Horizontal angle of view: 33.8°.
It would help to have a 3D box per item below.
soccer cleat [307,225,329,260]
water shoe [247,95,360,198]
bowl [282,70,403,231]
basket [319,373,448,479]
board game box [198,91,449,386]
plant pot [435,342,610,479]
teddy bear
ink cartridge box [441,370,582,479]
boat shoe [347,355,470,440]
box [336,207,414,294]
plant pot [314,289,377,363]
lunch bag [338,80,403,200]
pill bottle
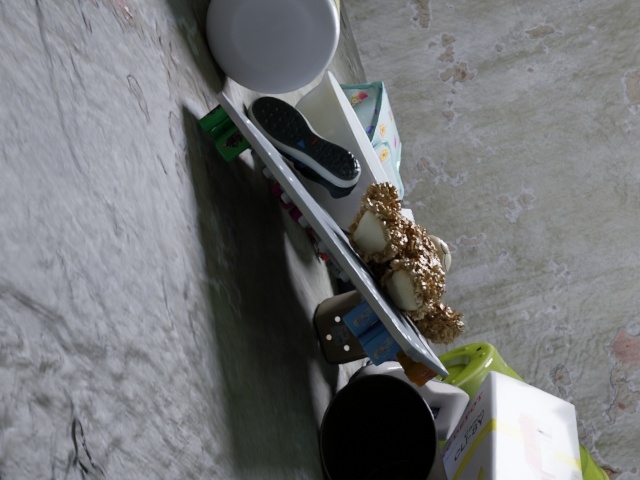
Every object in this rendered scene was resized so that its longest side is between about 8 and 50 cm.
[{"bbox_3d":[0.000,0.000,1.793,0.036,0.029,0.083,-91,157,-47],"label":"soccer cleat"},{"bbox_3d":[-0.033,-0.135,1.595,0.203,0.073,0.080,39,-29,11],"label":"water shoe"},{"bbox_3d":[0.023,-0.124,1.777,0.298,0.134,0.298,61,9,-17],"label":"bowl"},{"bbox_3d":[0.102,0.327,1.437,0.227,0.154,0.204,68,8,-46],"label":"basket"},{"bbox_3d":[0.014,0.019,1.389,0.390,0.050,0.390,53,4,18],"label":"board game box"},{"bbox_3d":[0.320,0.405,2.061,0.353,0.366,0.366,60,11,-8],"label":"plant pot"},{"bbox_3d":[0.129,0.028,1.502,0.245,0.113,0.338,56,5,26],"label":"teddy bear"},{"bbox_3d":[0.263,0.425,1.596,0.385,0.160,0.279,-70,-175,-63],"label":"ink cartridge box"},{"bbox_3d":[0.100,0.243,1.706,0.158,0.127,0.340,25,-2,36],"label":"boat shoe"},{"bbox_3d":[0.104,0.024,1.940,0.158,0.093,0.156,3,64,-41],"label":"box"},{"bbox_3d":[0.050,0.136,1.624,0.096,0.109,0.109,-14,87,-68],"label":"plant pot"},{"bbox_3d":[0.083,-0.166,2.202,0.223,0.160,0.262,67,25,-52],"label":"lunch bag"},{"bbox_3d":[-0.064,-0.358,1.588,0.334,0.187,0.188,-88,158,-63],"label":"pill bottle"}]
